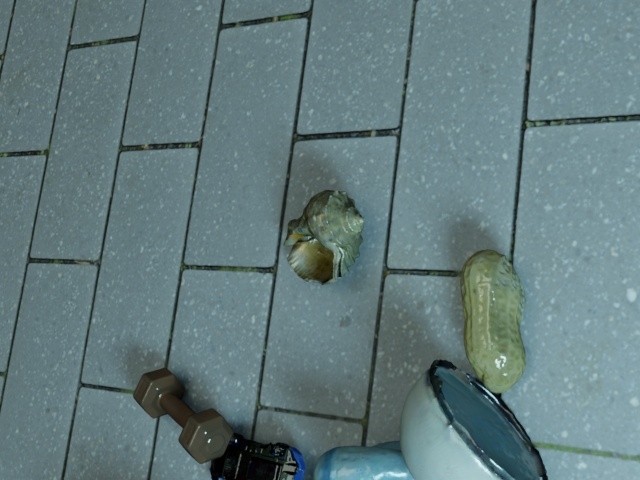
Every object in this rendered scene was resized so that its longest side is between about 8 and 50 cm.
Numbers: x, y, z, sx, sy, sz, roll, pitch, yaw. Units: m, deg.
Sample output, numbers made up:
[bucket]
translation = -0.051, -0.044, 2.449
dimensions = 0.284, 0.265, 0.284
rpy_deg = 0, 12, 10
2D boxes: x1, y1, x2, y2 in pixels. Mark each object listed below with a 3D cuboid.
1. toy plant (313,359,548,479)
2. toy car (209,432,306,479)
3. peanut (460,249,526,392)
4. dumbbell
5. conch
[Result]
[toy plant]
translation = 0.131, 0.358, 1.311
dimensions = 0.332, 0.247, 0.247
rpy_deg = -45, 58, 19
[toy car]
translation = -0.108, 0.387, 1.538
dimensions = 0.216, 0.063, 0.103
rpy_deg = -2, 71, 47
[peanut]
translation = 0.260, 0.121, 1.361
dimensions = 0.090, 0.099, 0.214
rpy_deg = -8, 77, 38
[dumbbell]
translation = -0.245, 0.307, 1.606
dimensions = 0.231, 0.082, 0.092
rpy_deg = 28, 95, 47
[conch]
translation = 0.000, 0.000, 1.535
dimensions = 0.207, 0.130, 0.155
rpy_deg = -18, 55, 42
